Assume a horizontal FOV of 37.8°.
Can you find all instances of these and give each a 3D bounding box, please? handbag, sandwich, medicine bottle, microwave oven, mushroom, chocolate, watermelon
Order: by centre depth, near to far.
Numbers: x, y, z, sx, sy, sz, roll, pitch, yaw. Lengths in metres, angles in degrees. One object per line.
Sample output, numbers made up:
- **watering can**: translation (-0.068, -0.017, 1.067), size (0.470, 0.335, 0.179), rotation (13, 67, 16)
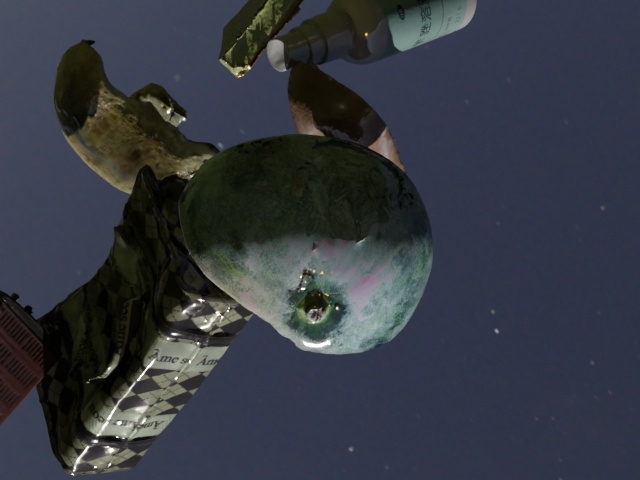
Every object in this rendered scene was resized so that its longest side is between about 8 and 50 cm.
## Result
- **watermelon**: translation (0.000, 0.005, 1.082), size (0.175, 0.322, 0.188), rotation (-87, -159, -46)
- **chocolate**: translation (0.030, -0.131, 1.293), size (0.161, 0.261, 0.083), rotation (36, -98, 30)
- **medicine bottle**: translation (0.073, -0.312, 1.337), size (0.352, 0.110, 0.110), rotation (-27, -154, -34)
- **microwave oven**: translation (-0.558, 0.151, 1.456), size (0.247, 0.178, 0.188), rotation (19, -118, 39)
- **handbag**: translation (-0.292, 0.117, 1.459), size (0.416, 0.180, 0.316), rotation (-51, -130, 27)
- **mushroom**: translation (-0.338, -0.190, 1.654), size (0.247, 0.344, 0.130), rotation (-22, -150, 48)
- **sandwich**: translation (-0.128, -0.388, 1.718), size (0.245, 0.063, 0.212), rotation (-54, -160, -16)
